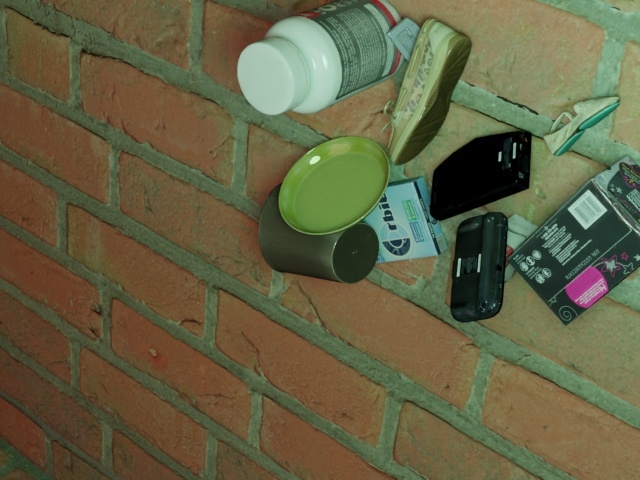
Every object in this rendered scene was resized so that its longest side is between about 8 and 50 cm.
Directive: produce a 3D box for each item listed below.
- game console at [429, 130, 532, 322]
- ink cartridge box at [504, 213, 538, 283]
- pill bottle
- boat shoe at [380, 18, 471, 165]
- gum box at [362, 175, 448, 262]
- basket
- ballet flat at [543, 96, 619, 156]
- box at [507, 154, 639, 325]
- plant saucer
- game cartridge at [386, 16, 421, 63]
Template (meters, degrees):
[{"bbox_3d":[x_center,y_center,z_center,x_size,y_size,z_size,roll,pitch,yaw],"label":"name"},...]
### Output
[{"bbox_3d":[0.275,-0.024,1.987,0.044,0.361,0.213,26,150,-33],"label":"game console"},{"bbox_3d":[0.337,0.025,2.058,0.056,0.135,0.099,31,130,23],"label":"ink cartridge box"},{"bbox_3d":[0.001,-0.333,2.031,0.176,0.318,0.176,20,123,33],"label":"pill bottle"},{"bbox_3d":[0.186,-0.270,2.067,0.089,0.104,0.285,40,123,25],"label":"boat shoe"},{"bbox_3d":[0.152,-0.039,2.258,0.184,0.041,0.157,-10,106,44],"label":"gum box"},{"bbox_3d":[0.000,0.000,2.302,0.227,0.154,0.204,23,120,47],"label":"basket"},{"bbox_3d":[0.436,-0.205,1.901,0.052,0.057,0.168,59,137,14],"label":"ballet flat"},{"bbox_3d":[0.472,-0.001,1.916,0.163,0.142,0.247,50,135,11],"label":"box"},{"bbox_3d":[0.032,-0.102,2.226,0.241,0.241,0.037,15,155,36],"label":"plant saucer"},{"bbox_3d":[0.164,-0.366,2.045,0.083,0.056,0.017,47,-172,-35],"label":"game cartridge"}]
